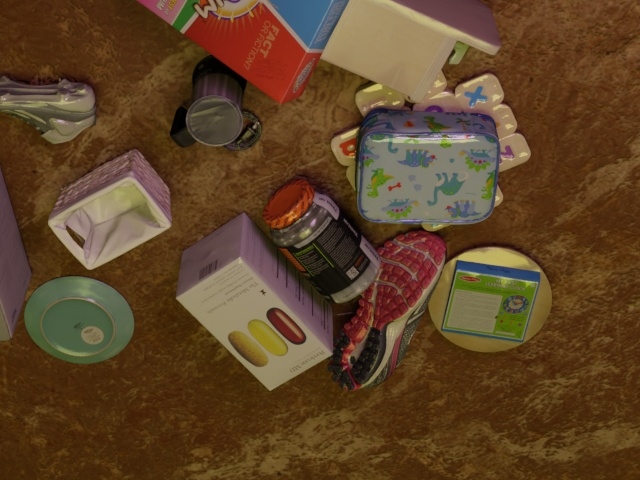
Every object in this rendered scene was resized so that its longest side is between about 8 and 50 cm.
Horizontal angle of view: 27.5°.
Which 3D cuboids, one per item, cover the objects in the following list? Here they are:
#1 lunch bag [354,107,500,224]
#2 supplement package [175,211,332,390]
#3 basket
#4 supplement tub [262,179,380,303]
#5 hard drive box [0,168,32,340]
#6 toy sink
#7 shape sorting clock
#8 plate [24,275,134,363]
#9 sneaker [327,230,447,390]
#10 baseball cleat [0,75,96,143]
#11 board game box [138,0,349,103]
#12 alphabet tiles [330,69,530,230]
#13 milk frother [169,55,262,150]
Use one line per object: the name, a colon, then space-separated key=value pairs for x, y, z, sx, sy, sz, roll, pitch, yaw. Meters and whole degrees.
lunch bag: x=0.160 y=-0.108 z=1.995 sx=0.218 sy=0.090 sz=0.176 roll=0 pitch=123 yaw=0
supplement package: x=-0.103 y=0.102 z=2.134 sx=0.139 sy=0.134 sz=0.244 roll=-32 pitch=118 yaw=20
basket: x=-0.325 y=-0.052 z=2.049 sx=0.167 sy=0.103 sz=0.113 roll=-26 pitch=120 yaw=17
supplement tub: x=0.000 y=0.000 z=2.077 sx=0.117 sy=0.117 sz=0.190 roll=-31 pitch=119 yaw=19
hard drive box: x=-0.535 y=0.016 z=2.047 sx=0.089 sy=0.181 sz=0.232 roll=-6 pitch=123 yaw=4
toy sink: x=0.118 y=-0.295 z=1.859 sx=0.234 sy=0.153 sz=0.131 roll=20 pitch=122 yaw=-15
shape sorting clock: x=0.284 y=0.099 z=2.190 sx=0.206 sy=0.040 sz=0.206 roll=2 pitch=123 yaw=3
plate: x=-0.412 y=0.142 z=2.226 sx=0.188 sy=0.024 sz=0.188 roll=0 pitch=123 yaw=0
sneaker: x=0.119 y=0.113 z=2.169 sx=0.112 sy=0.121 sz=0.299 roll=6 pitch=121 yaw=-51
baseball cleat: x=-0.442 y=-0.193 z=1.973 sx=0.205 sy=0.072 sz=0.109 roll=3 pitch=131 yaw=2
board game box: x=-0.112 y=-0.373 z=1.769 sx=0.316 sy=0.064 sz=0.242 roll=36 pitch=121 yaw=12
alphabet tiles: x=0.172 y=-0.145 z=2.038 sx=0.277 sy=0.021 sz=0.284 roll=-23 pitch=121 yaw=14
milk frother: x=-0.139 y=-0.179 z=1.945 sx=0.143 sy=0.135 sz=0.129 roll=28 pitch=120 yaw=-18
